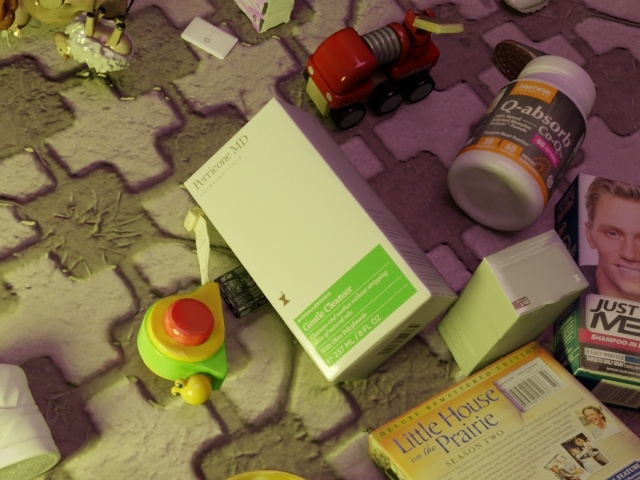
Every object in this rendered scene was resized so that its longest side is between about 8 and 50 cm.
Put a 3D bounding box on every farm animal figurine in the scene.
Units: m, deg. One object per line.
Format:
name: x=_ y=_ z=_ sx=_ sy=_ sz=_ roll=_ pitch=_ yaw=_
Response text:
farm animal figurine: x=-0.449 y=-0.409 z=1.814 sx=0.326 sy=0.172 sz=0.330 roll=14 pitch=50 yaw=-19

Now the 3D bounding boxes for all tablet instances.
tablet: x=-0.185 y=-0.339 z=1.913 sx=0.083 sy=0.006 sz=0.054 roll=29 pitch=59 yaw=6

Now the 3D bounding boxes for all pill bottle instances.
pill bottle: x=0.329 y=-0.161 z=1.833 sx=0.162 sy=0.162 sz=0.278 roll=31 pitch=59 yaw=6

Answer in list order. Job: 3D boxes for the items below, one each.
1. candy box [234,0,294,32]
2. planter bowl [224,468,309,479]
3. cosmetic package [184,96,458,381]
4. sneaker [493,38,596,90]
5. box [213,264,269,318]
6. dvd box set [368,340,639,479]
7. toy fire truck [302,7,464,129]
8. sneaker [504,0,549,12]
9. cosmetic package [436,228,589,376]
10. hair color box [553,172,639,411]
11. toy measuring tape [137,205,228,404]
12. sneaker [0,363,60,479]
candy box: x=-0.105 y=-0.474 z=1.898 sx=0.070 sy=0.196 sz=0.165 roll=-27 pitch=69 yaw=-25
planter bowl: x=-0.071 y=0.408 z=1.453 sx=0.217 sy=0.090 sz=0.217 roll=6 pitch=59 yaw=-10
cosmetic package: x=0.000 y=0.000 z=1.628 sx=0.197 sy=0.155 sz=0.366 roll=-43 pitch=72 yaw=13
sneaker: x=0.396 y=-0.290 z=1.988 sx=0.192 sy=0.064 sz=0.086 roll=39 pitch=40 yaw=21
box: x=-0.106 y=0.068 z=1.686 sx=0.083 sy=0.018 sz=0.067 roll=-29 pitch=70 yaw=-26
dvd box set: x=0.306 y=0.343 z=1.512 sx=0.307 sy=0.062 sz=0.420 roll=-25 pitch=49 yaw=-24
toy fire truck: x=0.109 y=-0.298 z=1.813 sx=0.217 sy=0.246 sz=0.159 roll=-23 pitch=67 yaw=-23
sneaker: x=0.420 y=-0.502 z=2.092 sx=0.090 sy=0.095 sz=0.235 roll=44 pitch=62 yaw=12
cosmetic package: x=0.267 y=0.093 z=1.625 sx=0.127 sy=0.238 sz=0.107 roll=-20 pitch=67 yaw=-23
hair color box: x=0.457 y=0.077 z=1.755 sx=0.173 sy=0.105 sz=0.347 roll=11 pitch=58 yaw=-6
toy measuring tape: x=-0.203 y=0.084 z=1.606 sx=0.121 sy=0.121 sz=0.330 roll=-2 pitch=53 yaw=-13
sneaker: x=-0.498 y=0.250 z=1.450 sx=0.292 sy=0.108 sz=0.169 roll=-13 pitch=62 yaw=-30
